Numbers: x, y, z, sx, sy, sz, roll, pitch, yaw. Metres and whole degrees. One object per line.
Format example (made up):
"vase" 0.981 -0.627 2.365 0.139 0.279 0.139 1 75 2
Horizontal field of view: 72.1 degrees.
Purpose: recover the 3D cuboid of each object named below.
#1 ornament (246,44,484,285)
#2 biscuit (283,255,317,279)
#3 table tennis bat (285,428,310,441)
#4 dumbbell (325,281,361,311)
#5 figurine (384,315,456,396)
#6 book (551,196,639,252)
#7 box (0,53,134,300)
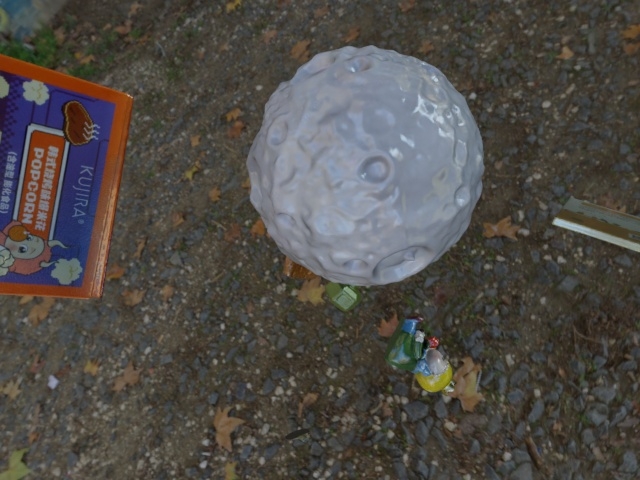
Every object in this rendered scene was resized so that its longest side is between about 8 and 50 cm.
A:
"ornament" 0.067 -0.091 0.637 0.336 0.337 0.338 -15 54 22
"biscuit" 0.000 0.000 1.265 0.043 0.284 0.306 22 51 41
"table tennis bat" -0.073 0.669 1.507 0.086 0.156 0.013 -12 80 -20
"dumbbell" 0.148 0.090 1.360 0.302 0.121 0.108 -45 14 14
"figurine" 0.323 0.348 1.334 0.234 0.127 0.185 28 66 3
"book" 0.626 -0.035 0.941 0.207 0.295 0.020 24 115 29
"box" -0.505 -0.115 0.761 0.318 0.256 0.349 22 100 52
